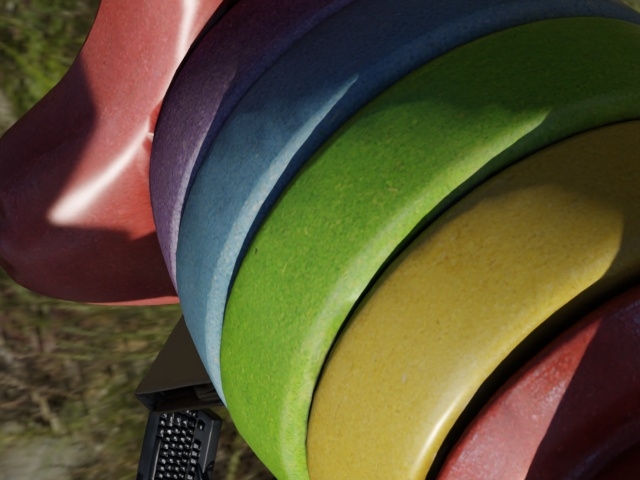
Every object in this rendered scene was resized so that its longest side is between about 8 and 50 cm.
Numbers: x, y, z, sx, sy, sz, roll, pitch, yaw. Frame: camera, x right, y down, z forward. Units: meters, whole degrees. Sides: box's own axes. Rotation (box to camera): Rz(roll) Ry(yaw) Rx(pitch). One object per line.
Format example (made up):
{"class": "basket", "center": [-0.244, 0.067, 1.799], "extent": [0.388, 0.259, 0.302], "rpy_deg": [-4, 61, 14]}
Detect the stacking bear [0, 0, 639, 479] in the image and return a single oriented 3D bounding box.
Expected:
{"class": "stacking bear", "center": [0.055, 0.029, 0.438], "extent": [0.289, 0.164, 0.175], "rpy_deg": [53, 128, 40]}

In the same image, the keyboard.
{"class": "keyboard", "center": [-0.135, 0.242, 1.667], "extent": [0.100, 0.038, 0.192], "rpy_deg": [17, 110, 18]}

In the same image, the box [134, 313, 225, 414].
{"class": "box", "center": [0.000, 0.000, 0.920], "extent": [0.164, 0.201, 0.021], "rpy_deg": [-14, 129, 48]}
